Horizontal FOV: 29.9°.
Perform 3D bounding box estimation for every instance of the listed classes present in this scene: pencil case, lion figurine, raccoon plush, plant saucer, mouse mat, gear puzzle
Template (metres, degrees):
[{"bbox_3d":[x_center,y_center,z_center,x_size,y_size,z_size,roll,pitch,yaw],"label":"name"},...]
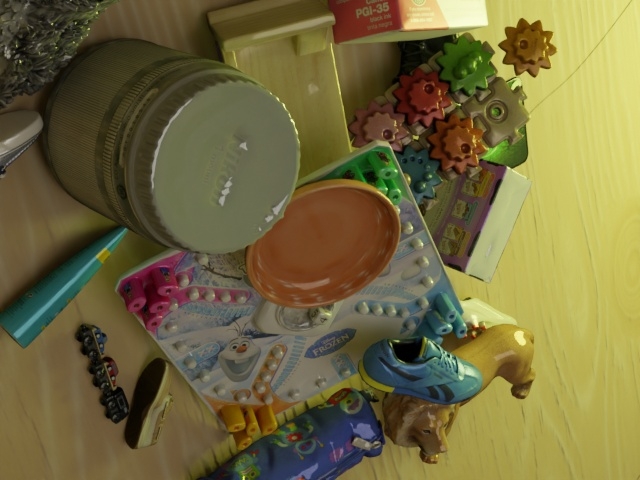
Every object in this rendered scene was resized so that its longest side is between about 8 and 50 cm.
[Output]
[{"bbox_3d":[-0.037,0.335,1.779,0.306,0.133,0.119,-29,117,-27],"label":"pencil case"},{"bbox_3d":[0.230,0.216,1.890,0.392,0.142,0.240,-37,155,-34],"label":"lion figurine"},{"bbox_3d":[-0.210,-0.268,1.270,0.216,0.446,0.299,-21,120,-62],"label":"raccoon plush"},{"bbox_3d":[0.000,0.000,1.478,0.200,0.037,0.200,-12,133,-13],"label":"plant saucer"},{"bbox_3d":[0.263,-0.164,1.925,0.190,0.007,0.152,-26,120,-28],"label":"mouse mat"},{"bbox_3d":[0.207,-0.192,1.687,0.339,0.044,0.175,-37,93,-10],"label":"gear puzzle"}]

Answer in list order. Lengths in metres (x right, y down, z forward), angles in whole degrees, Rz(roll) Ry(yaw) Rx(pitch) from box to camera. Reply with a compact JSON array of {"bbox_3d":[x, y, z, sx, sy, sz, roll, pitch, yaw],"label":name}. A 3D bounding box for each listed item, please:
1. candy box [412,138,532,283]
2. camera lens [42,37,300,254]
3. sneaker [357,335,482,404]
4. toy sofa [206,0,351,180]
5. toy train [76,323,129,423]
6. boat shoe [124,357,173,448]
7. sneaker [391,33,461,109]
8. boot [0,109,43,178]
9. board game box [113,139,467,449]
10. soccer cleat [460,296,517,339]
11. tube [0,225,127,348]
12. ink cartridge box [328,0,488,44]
[{"bbox_3d":[0.193,-0.047,1.783,0.070,0.196,0.165,22,91,-44],"label":"candy box"},{"bbox_3d":[-0.182,-0.114,1.410,0.219,0.274,0.219,-14,114,-34],"label":"camera lens"},{"bbox_3d":[0.156,0.177,1.681,0.209,0.069,0.082,13,135,-30],"label":"sneaker"},{"bbox_3d":[-0.042,-0.147,1.615,0.150,0.177,0.362,-16,118,-8],"label":"toy sofa"},{"bbox_3d":[-0.286,0.174,1.594,0.036,0.027,0.158,-32,124,-30],"label":"toy train"},{"bbox_3d":[-0.228,0.222,1.646,0.045,0.050,0.135,8,110,-43],"label":"boat shoe"},{"bbox_3d":[0.142,-0.250,1.744,0.130,0.087,0.227,-45,134,-25],"label":"sneaker"},{"bbox_3d":[-0.398,-0.075,1.398,0.190,0.069,0.086,-32,131,-16],"label":"boot"},{"bbox_3d":[-0.019,0.092,1.616,0.390,0.050,0.390,-27,136,2],"label":"board game box"},{"bbox_3d":[0.269,0.130,1.999,0.068,0.076,0.196,-40,151,21],"label":"soccer cleat"},{"bbox_3d":[-0.313,0.045,1.503,0.207,0.080,0.052,-45,106,-14],"label":"tube"},{"bbox_3d":[0.100,-0.406,1.565,0.207,0.117,0.283,-14,97,-47],"label":"ink cartridge box"}]
